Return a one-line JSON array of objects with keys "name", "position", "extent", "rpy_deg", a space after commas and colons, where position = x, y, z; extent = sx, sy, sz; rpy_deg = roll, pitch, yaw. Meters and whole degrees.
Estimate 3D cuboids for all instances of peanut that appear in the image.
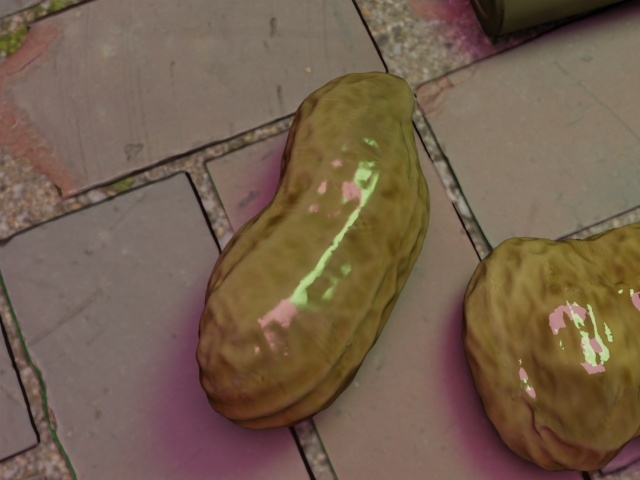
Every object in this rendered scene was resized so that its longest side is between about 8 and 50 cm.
[{"name": "peanut", "position": [0.232, 0.076, 0.834], "extent": [0.233, 0.110, 0.196], "rpy_deg": [-11, 67, -4]}, {"name": "peanut", "position": [0.000, 0.000, 0.848], "extent": [0.153, 0.140, 0.325], "rpy_deg": [-5, 55, 43]}]

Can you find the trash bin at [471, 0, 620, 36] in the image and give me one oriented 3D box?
[{"name": "trash bin", "position": [0.238, -0.322, 0.967], "extent": [0.248, 0.121, 0.243], "rpy_deg": [-19, 72, -3]}]
